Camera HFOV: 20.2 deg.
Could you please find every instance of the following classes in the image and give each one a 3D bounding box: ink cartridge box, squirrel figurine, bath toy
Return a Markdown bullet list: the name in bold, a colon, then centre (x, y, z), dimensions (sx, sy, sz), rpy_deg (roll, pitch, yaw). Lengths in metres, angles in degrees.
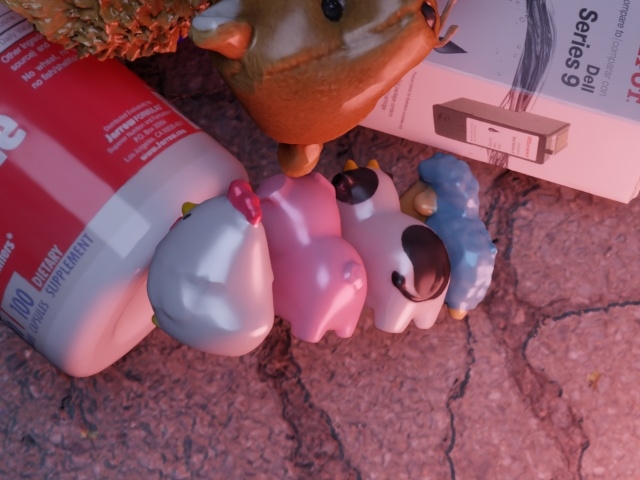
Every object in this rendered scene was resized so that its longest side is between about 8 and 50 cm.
- **ink cartridge box**: centre (0.166, -0.181, 1.557), dimensions (0.289, 0.121, 0.211), rpy_deg (16, 59, 3)
- **squirrel figurine**: centre (-0.064, -0.230, 1.381), dimensions (0.397, 0.281, 0.370), rpy_deg (-8, 60, 14)
- **bath toy**: centre (0.000, 0.000, 1.431), dimensions (0.151, 0.348, 0.129), rpy_deg (28, 112, 34)

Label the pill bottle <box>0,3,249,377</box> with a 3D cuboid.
- **pill bottle**: centre (-0.279, -0.095, 1.497), dimensions (0.408, 0.229, 0.229), rpy_deg (39, 79, 9)

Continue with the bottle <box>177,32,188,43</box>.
- **bottle**: centre (-0.190, -0.308, 1.599), dimensions (0.118, 0.092, 0.283), rpy_deg (-42, 90, -24)
